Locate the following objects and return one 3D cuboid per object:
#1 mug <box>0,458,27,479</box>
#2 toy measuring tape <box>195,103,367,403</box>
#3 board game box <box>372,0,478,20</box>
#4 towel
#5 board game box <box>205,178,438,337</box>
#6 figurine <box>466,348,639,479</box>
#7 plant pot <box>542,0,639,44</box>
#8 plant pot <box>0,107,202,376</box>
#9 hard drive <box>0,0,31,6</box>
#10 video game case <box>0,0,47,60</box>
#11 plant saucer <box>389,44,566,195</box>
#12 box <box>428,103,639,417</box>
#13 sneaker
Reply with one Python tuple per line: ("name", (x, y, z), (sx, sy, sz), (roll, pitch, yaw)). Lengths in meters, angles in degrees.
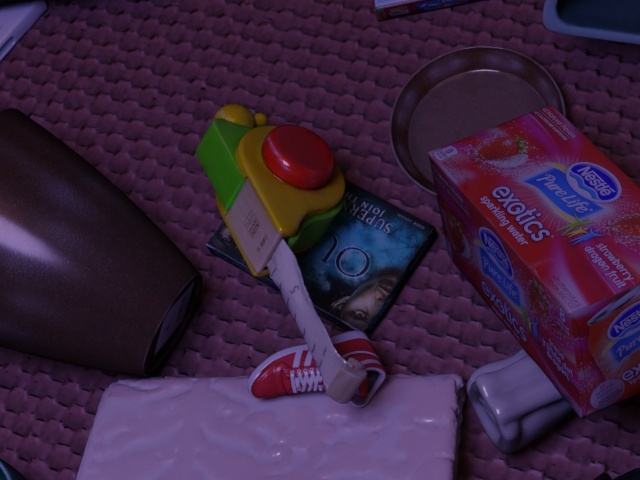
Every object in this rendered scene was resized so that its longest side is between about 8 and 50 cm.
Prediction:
("mug", (-0.322, 0.247, 1.361), (0.129, 0.097, 0.158), (-38, 63, -5))
("toy measuring tape", (-0.009, -0.001, 1.355), (0.121, 0.121, 0.330), (-29, 59, -1))
("board game box", (0.185, -0.315, 1.535), (0.281, 0.027, 0.145), (-10, 66, 9))
("towel", (-0.050, 0.235, 1.268), (0.331, 0.053, 0.317), (-1, 42, 10))
("board game box", (0.000, 0.000, 1.436), (0.186, 0.026, 0.126), (28, 75, 23))
("figurine", (0.259, 0.152, 1.281), (0.209, 0.092, 0.215), (-25, 62, -8))
("plant pot", (0.348, -0.344, 1.379), (0.247, 0.247, 0.252), (9, 45, 2))
("plant pot", (-0.233, 0.024, 1.399), (0.230, 0.215, 0.215), (27, 74, 8))
("hard drive", (-0.283, -0.407, 1.643), (0.236, 0.064, 0.339), (-7, 58, 15))
("video game case", (-0.442, -0.234, 1.649), (0.227, 0.026, 0.206), (33, 77, 24))
("plant saucer", (0.150, -0.107, 1.448), (0.168, 0.029, 0.168), (-5, 65, 10))
("box", (0.206, 0.009, 1.273), (0.128, 0.123, 0.257), (-22, 39, -10))
("sneaker", (-0.001, 0.121, 1.314), (0.118, 0.042, 0.067), (-20, 38, -13))
